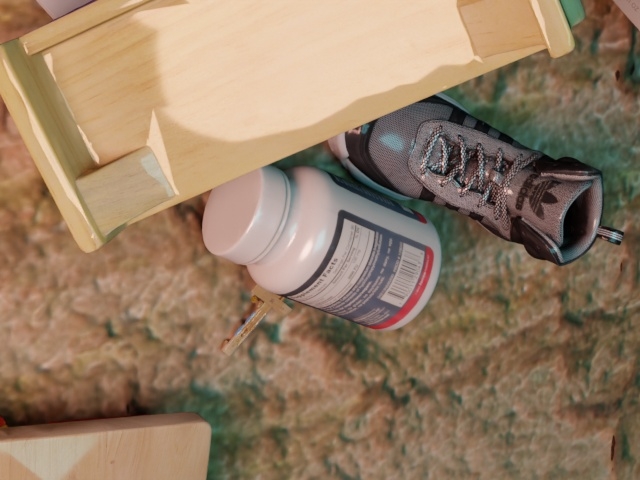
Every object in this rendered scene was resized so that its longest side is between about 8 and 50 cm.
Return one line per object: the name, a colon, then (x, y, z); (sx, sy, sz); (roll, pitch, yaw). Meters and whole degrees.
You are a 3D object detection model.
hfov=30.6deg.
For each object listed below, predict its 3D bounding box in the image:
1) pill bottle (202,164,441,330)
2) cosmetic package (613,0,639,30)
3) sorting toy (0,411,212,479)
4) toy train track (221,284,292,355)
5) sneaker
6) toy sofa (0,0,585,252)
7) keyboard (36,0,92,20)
pill bottle: (0.000, 0.000, 0.949); (0.180, 0.108, 0.108); (22, 93, -34)
cosmetic package: (0.339, -0.287, 0.991); (0.085, 0.117, 0.231); (-8, 141, -31)
sorting toy: (-0.230, 0.252, 0.904); (0.255, 0.089, 0.257); (0, 106, -30)
toy train track: (-0.055, 0.062, 0.993); (0.083, 0.014, 0.048); (-50, 130, -1)
sneaker: (0.141, -0.056, 0.986); (0.268, 0.153, 0.101); (21, 94, -34)
toy sofa: (-0.019, -0.140, 0.784); (0.362, 0.177, 0.150); (-21, 103, 17)
keyboard: (-0.145, -0.158, 0.871); (0.072, 0.014, 0.256); (-44, 122, -5)
